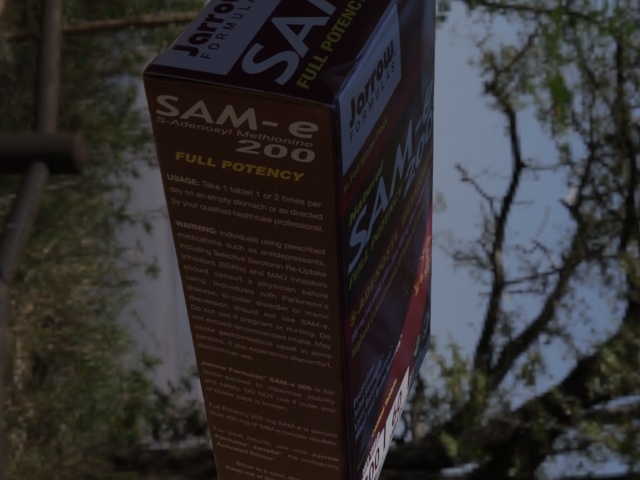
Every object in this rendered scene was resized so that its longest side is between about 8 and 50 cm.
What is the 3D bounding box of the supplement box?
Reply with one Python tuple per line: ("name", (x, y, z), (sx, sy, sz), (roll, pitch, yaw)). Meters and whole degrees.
("supplement box", (0.000, 0.000, 0.459), (0.130, 0.073, 0.239), (-62, 156, -43))
